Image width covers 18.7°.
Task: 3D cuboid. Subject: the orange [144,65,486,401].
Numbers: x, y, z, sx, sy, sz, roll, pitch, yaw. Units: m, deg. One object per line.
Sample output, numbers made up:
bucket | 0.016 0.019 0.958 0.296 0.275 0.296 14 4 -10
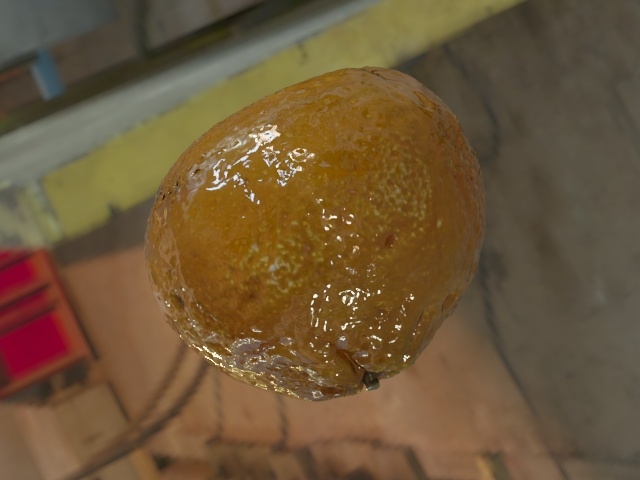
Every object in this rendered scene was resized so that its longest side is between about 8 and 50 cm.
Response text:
orange | 0.000 0.000 0.741 0.135 0.136 0.117 -16 94 66
